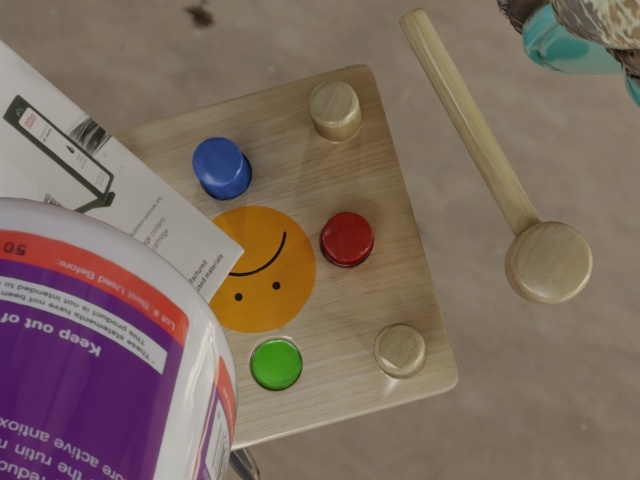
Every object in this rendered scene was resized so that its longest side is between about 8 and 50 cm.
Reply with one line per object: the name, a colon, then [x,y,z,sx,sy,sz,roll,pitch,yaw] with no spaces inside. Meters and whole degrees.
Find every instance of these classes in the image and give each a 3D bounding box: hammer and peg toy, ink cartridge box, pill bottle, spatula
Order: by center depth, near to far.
pill bottle: [-0.136,0.145,0.582,0.181,0.181,0.323,23,39,-11]
ink cartridge box: [-0.167,-0.004,0.873,0.203,0.148,0.086,40,46,-9]
hammer and peg toy: [0.000,0.000,1.229,0.127,0.361,0.266,60,14,-80]
spatula: [-0.119,0.137,1.448,0.296,0.030,0.084,52,13,-43]

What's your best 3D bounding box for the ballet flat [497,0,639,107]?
ballet flat: [0.140,-0.144,0.594,0.164,0.182,0.483,-5,7,7]
